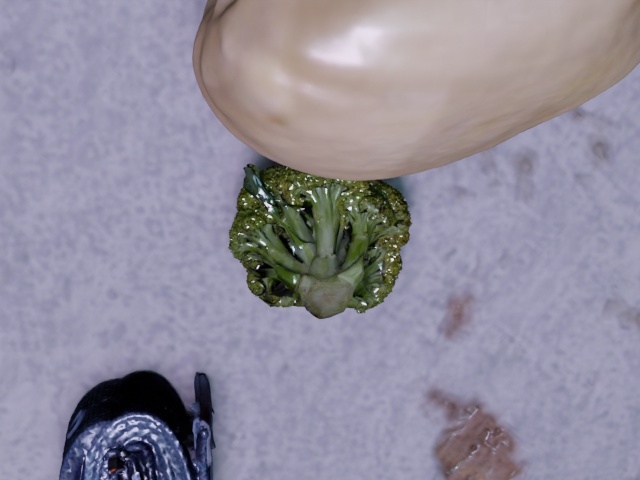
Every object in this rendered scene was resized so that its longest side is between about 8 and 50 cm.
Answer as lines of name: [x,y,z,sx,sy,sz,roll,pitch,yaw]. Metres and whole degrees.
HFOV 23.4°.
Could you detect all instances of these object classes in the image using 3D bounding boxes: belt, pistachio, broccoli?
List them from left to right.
belt: [-0.134,0.215,1.128,0.122,0.128,0.218,-2,107,-4]
broccoli: [0.000,0.000,1.074,0.130,0.120,0.131,6,133,-14]
pistachio: [0.074,-0.149,0.992,0.318,0.193,0.214,-9,113,-7]
